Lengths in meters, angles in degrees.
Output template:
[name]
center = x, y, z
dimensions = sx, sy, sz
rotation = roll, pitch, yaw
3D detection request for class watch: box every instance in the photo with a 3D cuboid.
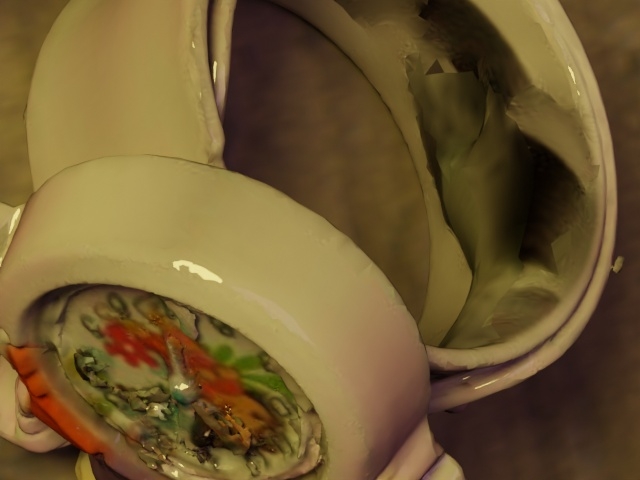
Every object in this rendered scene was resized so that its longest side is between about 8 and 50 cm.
[watch]
center = 0.000, 0.000, 0.729
dimensions = 0.244, 0.196, 0.231
rotation = 42, 50, -22
